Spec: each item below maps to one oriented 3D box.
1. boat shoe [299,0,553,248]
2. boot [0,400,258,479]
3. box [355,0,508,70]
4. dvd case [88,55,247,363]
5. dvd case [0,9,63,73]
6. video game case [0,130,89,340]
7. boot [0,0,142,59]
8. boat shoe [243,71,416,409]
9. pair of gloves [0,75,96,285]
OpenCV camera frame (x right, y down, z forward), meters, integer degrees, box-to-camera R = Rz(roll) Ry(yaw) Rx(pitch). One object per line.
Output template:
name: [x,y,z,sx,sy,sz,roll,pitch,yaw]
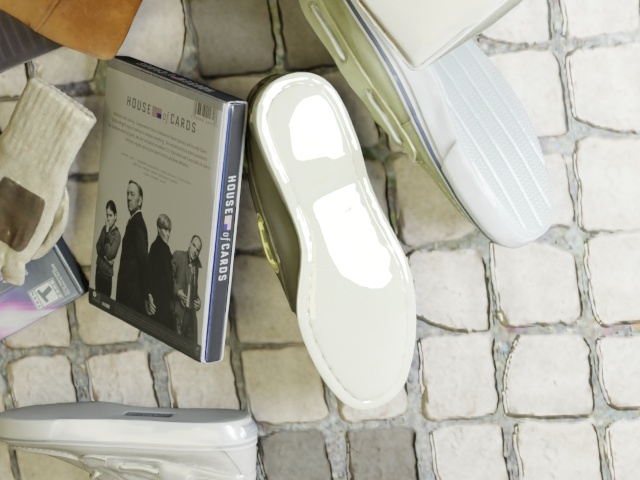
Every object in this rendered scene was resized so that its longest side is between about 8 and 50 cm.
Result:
boat shoe: [0.091,-0.122,1.633,0.094,0.109,0.302,-32,86,44]
boot: [-0.184,0.221,1.805,0.258,0.095,0.123,2,98,17]
box: [0.119,-0.241,1.508,0.148,0.232,0.127,-39,90,23]
dvd case: [-0.140,-0.030,1.717,0.179,0.029,0.238,24,114,44]
dvd case: [-0.304,-0.240,1.769,0.221,0.018,0.164,-20,97,22]
video game case: [-0.378,0.023,1.860,0.274,0.026,0.196,-28,93,22]
boot: [-0.225,-0.315,1.630,0.264,0.096,0.280,27,129,-19]
boat shoe: [0.004,-0.001,1.688,0.109,0.091,0.305,-19,101,-15]
pair of gloves: [-0.330,-0.085,1.780,0.240,0.042,0.204,27,114,13]
